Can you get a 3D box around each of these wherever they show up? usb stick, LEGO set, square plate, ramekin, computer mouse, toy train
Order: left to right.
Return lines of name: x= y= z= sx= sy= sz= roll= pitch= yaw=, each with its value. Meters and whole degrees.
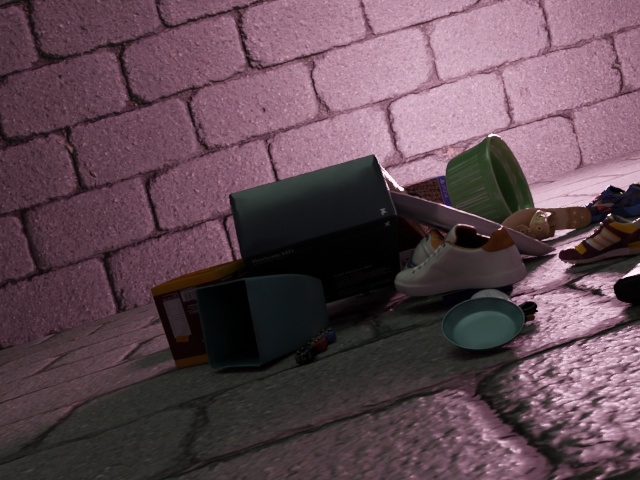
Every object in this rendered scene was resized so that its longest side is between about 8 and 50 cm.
toy train: x=-0.005 y=0.195 z=1.232 sx=0.036 sy=0.027 sz=0.158 roll=-12 pitch=6 yaw=23
LEGO set: x=0.152 y=0.085 z=1.670 sx=0.227 sy=0.087 sz=0.093 roll=-15 pitch=-6 yaw=2
square plate: x=0.320 y=-0.040 z=1.562 sx=0.347 sy=0.049 sz=0.344 roll=18 pitch=3 yaw=-24
ramekin: x=0.482 y=-0.134 z=1.863 sx=0.148 sy=0.304 sz=0.303 roll=-23 pitch=0 yaw=32
computer mouse: x=0.283 y=0.109 z=1.083 sx=0.105 sy=0.042 sz=0.193 roll=-18 pitch=4 yaw=1
usb stick: x=0.537 y=0.036 z=1.010 sx=0.278 sy=0.045 sz=0.077 roll=-21 pitch=-2 yaw=-43

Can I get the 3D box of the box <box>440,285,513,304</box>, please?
box: x=0.321 y=0.083 z=1.332 sx=0.136 sy=0.037 sz=0.225 roll=-16 pitch=4 yaw=19

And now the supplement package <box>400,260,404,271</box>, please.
supplement package: x=0.128 y=0.073 z=1.823 sx=0.105 sy=0.105 sz=0.179 roll=-20 pitch=4 yaw=-40

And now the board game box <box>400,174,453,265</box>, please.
board game box: x=0.266 y=-0.052 z=2.051 sx=0.290 sy=0.232 sz=0.141 roll=-18 pitch=5 yaw=-9

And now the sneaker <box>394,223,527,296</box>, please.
sneaker: x=0.251 y=0.032 z=1.251 sx=0.290 sy=0.123 sz=0.105 roll=-14 pitch=8 yaw=47

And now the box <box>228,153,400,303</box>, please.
box: x=0.000 y=0.000 z=1.518 sx=0.342 sy=0.179 sz=0.313 roll=-16 pitch=-31 yaw=-1

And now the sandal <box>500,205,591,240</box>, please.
sandal: x=0.580 y=-0.045 z=1.672 sx=0.239 sy=0.088 sz=0.079 roll=-11 pitch=3 yaw=0

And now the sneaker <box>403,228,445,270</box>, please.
sneaker: x=0.259 y=0.050 z=1.543 sx=0.131 sy=0.112 sz=0.296 roll=-47 pitch=-19 yaw=10

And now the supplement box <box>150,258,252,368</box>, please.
supplement box: x=-0.245 y=0.164 z=1.479 sx=0.191 sy=0.194 sz=0.129 roll=-15 pitch=5 yaw=26

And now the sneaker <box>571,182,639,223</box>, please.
sneaker: x=0.748 y=-0.100 z=1.699 sx=0.083 sy=0.087 sz=0.221 roll=-19 pitch=4 yaw=-39

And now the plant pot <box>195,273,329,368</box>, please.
plant pot: x=-0.104 y=0.151 z=1.350 sx=0.165 sy=0.166 sz=0.234 roll=-13 pitch=-2 yaw=43

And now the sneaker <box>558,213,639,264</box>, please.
sneaker: x=0.550 y=-0.008 z=1.267 sx=0.185 sy=0.084 sz=0.069 roll=-14 pitch=5 yaw=33

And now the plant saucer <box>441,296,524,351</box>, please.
plant saucer: x=0.238 y=0.126 z=0.956 sx=0.119 sy=0.021 sz=0.119 roll=-14 pitch=29 yaw=8

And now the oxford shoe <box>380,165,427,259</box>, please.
oxford shoe: x=0.227 y=-0.069 z=1.798 sx=0.122 sy=0.348 sz=0.130 roll=-8 pitch=45 yaw=38
